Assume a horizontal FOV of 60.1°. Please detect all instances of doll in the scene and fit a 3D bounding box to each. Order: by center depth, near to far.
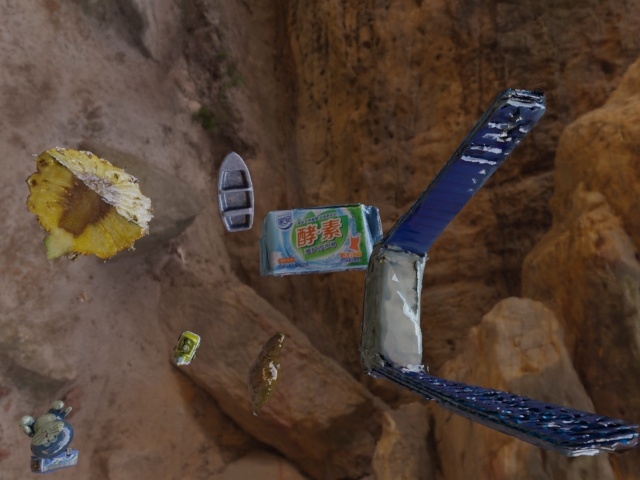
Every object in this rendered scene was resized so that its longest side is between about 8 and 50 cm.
[{"bbox_3d":[-0.419,0.298,0.866,0.083,0.076,0.051,42,-25,42],"label":"doll"}]

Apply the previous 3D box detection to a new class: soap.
[{"bbox_3d":[0.000,0.000,1.281,0.077,0.293,0.156,117,-33,-78],"label":"soap"}]

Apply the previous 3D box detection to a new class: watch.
[{"bbox_3d":[0.113,0.063,0.458,0.274,0.068,0.277,126,-26,-51],"label":"watch"}]

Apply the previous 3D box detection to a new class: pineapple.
[{"bbox_3d":[-0.650,-0.083,1.548,0.344,0.286,0.209,40,25,-12],"label":"pineapple"}]

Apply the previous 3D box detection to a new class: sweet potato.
[{"bbox_3d":[-0.117,0.280,1.210,0.075,0.074,0.270,-98,-159,-50],"label":"sweet potato"}]

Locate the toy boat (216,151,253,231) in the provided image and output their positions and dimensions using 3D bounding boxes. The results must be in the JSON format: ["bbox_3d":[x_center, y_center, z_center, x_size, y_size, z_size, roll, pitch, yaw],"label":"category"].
[{"bbox_3d":[-0.301,-0.173,1.940,0.078,0.127,0.283,-124,-150,-67],"label":"toy boat"}]

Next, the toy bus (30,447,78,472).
[{"bbox_3d":[-0.790,0.653,1.647,0.153,0.051,0.061,36,48,-69],"label":"toy bus"}]

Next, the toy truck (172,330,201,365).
[{"bbox_3d":[-0.446,0.361,1.823,0.077,0.076,0.111,-157,-89,-86],"label":"toy truck"}]
